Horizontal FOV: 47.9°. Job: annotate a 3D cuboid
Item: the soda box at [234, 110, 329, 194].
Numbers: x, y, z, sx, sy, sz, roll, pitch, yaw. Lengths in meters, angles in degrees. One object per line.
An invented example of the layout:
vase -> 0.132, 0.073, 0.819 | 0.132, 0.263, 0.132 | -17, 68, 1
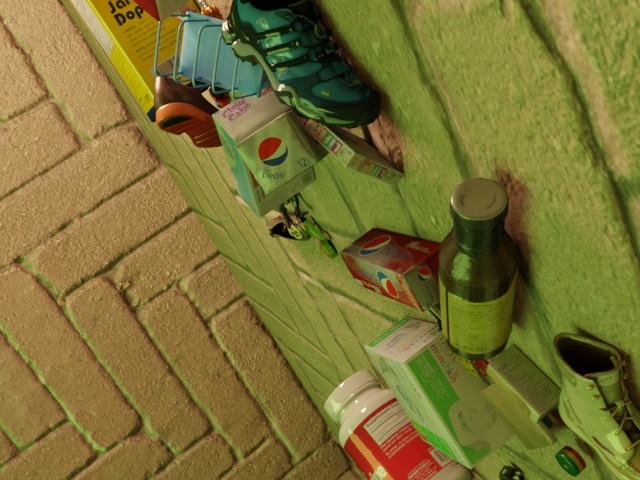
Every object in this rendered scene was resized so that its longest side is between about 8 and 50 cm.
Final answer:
soda box -> -0.048, -0.156, 1.193 | 0.091, 0.098, 0.286 | 57, -167, -7

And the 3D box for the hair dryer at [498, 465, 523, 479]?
hair dryer -> 0.488, 0.626, 1.513 | 0.293, 0.080, 0.223 | 59, 164, -17

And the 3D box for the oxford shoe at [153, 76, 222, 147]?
oxford shoe -> -0.233, -0.251, 1.418 | 0.271, 0.097, 0.098 | 20, -128, -71

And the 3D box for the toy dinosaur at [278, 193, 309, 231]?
toy dinosaur -> -0.081, -0.094, 1.745 | 0.268, 0.064, 0.118 | 107, 141, -72

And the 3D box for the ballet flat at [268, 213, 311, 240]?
ballet flat -> -0.089, -0.029, 1.912 | 0.084, 0.058, 0.250 | 58, 165, -15

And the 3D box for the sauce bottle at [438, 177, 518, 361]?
sauce bottle -> 0.221, 0.050, 1.010 | 0.111, 0.111, 0.344 | 45, 163, 32

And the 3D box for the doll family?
doll family -> -0.197, -0.384, 1.397 | 0.163, 0.118, 0.263 | -130, 15, -84

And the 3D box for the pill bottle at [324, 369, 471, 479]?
pill bottle -> 0.199, 0.563, 1.986 | 0.407, 0.229, 0.229 | 47, 163, 28

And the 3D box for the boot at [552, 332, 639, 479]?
boot -> 0.390, 0.225, 0.939 | 0.213, 0.077, 0.165 | 42, 159, 50

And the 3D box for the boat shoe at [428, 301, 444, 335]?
boat shoe -> 0.233, 0.152, 1.333 | 0.137, 0.043, 0.049 | 57, 163, -13

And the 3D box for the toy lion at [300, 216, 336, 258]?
toy lion -> 0.000, 0.000, 1.762 | 0.100, 0.034, 0.096 | 46, 170, 32

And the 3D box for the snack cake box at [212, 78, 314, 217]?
snack cake box -> -0.108, -0.181, 1.448 | 0.089, 0.152, 0.264 | 47, 163, 28

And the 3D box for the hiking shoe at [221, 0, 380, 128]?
hiking shoe -> -0.030, -0.283, 1.064 | 0.304, 0.113, 0.132 | 39, 141, 16

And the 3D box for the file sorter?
file sorter -> -0.193, -0.325, 1.272 | 0.170, 0.104, 0.118 | 19, 113, 16

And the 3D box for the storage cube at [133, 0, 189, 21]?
storage cube -> -0.254, -0.497, 1.106 | 0.193, 0.215, 0.183 | 43, 162, 19

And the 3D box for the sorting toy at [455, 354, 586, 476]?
sorting toy -> 0.349, 0.287, 1.260 | 0.274, 0.046, 0.132 | 50, 165, 15

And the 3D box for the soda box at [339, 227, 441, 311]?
soda box -> 0.138, 0.047, 1.300 | 0.083, 0.092, 0.263 | 60, 165, -18

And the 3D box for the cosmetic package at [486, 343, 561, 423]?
cosmetic package -> 0.331, 0.232, 1.170 | 0.115, 0.060, 0.041 | 48, 164, 29

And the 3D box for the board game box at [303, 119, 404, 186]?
board game box -> 0.054, -0.138, 1.119 | 0.103, 0.026, 0.154 | 46, -162, 31

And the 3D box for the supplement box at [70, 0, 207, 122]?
supplement box -> -0.379, -0.468, 1.580 | 0.356, 0.195, 0.194 | 58, 165, -13

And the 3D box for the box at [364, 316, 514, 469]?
box -> 0.241, 0.304, 1.489 | 0.262, 0.127, 0.231 | 58, 167, -9
